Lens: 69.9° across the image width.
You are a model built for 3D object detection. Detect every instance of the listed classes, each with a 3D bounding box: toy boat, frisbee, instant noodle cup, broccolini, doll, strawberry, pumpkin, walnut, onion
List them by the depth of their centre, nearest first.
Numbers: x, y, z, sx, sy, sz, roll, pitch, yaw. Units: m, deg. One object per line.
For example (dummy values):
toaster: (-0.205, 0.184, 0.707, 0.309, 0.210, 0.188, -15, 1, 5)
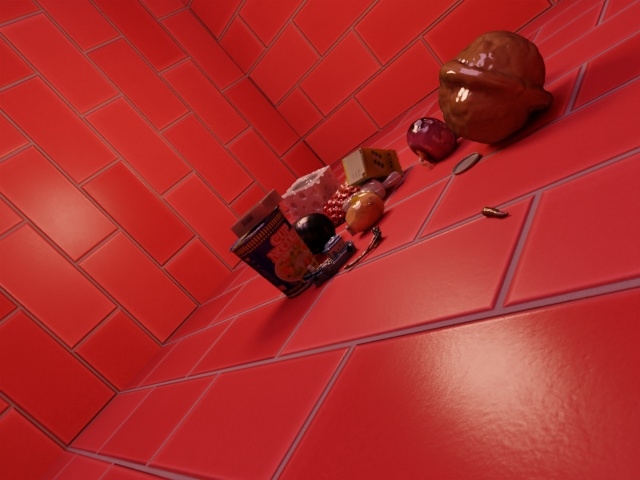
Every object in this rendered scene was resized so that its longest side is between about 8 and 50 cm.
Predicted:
walnut: (0.564, -0.493, 1.511, 0.384, 0.383, 0.383, -40, 12, 10)
frisbee: (0.506, -0.267, 1.592, 0.110, 0.014, 0.110, -40, 13, 11)
broccolini: (0.155, 0.032, 1.596, 0.194, 0.054, 0.052, -46, 31, -11)
toy boat: (0.025, 0.073, 1.719, 0.238, 0.098, 0.109, -45, 9, -13)
instant noodle cup: (-0.166, 0.060, 1.848, 0.284, 0.312, 0.284, -41, 12, 10)
onion: (0.449, -0.428, 1.904, 0.201, 0.200, 0.207, -38, 22, 21)
pumpkin: (-0.046, -0.021, 2.027, 0.233, 0.162, 0.233, -23, -16, -7)
doll: (0.218, -0.209, 2.061, 0.237, 0.110, 0.252, -31, -1, -39)
strawberry: (0.126, -0.212, 2.296, 0.336, 0.149, 0.265, -42, 13, 7)

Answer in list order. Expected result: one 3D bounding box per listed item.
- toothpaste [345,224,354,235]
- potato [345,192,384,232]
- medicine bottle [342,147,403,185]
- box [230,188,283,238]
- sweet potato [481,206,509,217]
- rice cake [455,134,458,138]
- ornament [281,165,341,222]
toothpaste: (0.181, -0.089, 1.924, 0.164, 0.046, 0.034, -39, 16, 13)
potato: (0.178, -0.112, 1.835, 0.178, 0.118, 0.109, -45, -32, -9)
medicine bottle: (0.244, -0.335, 2.122, 0.250, 0.137, 0.141, -6, -14, -38)
box: (-0.252, -0.105, 1.803, 0.201, 0.058, 0.141, -36, 12, 31)
sweet potato: (0.423, -0.070, 1.129, 0.026, 0.026, 0.115, -42, 13, 0)
rice cake: (0.603, -0.472, 1.968, 0.207, 0.036, 0.047, -39, 24, 13)
ornament: (-0.027, -0.228, 2.521, 0.239, 0.239, 0.239, -19, 24, 38)
